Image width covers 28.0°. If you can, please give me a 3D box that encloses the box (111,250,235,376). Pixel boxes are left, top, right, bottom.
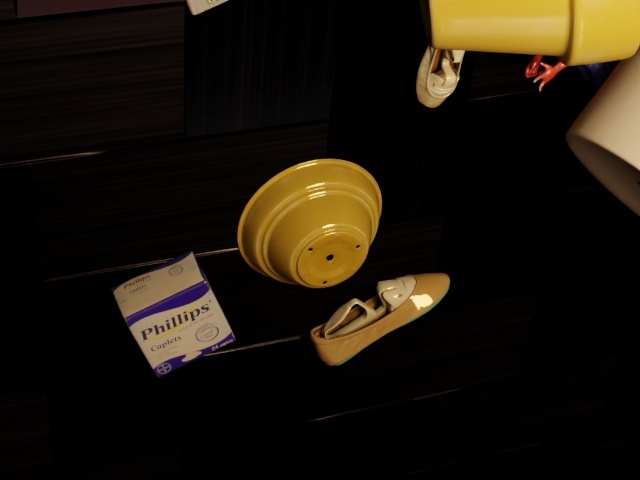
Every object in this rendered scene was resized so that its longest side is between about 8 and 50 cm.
[{"bbox_3d":[-0.204,0.104,1.788,0.126,0.072,0.137,-25,134,-4],"label":"box"}]

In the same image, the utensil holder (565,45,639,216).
[{"bbox_3d":[0.551,-0.191,1.644,0.385,0.327,0.327,-50,133,1],"label":"utensil holder"}]

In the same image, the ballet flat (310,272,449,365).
[{"bbox_3d":[0.087,0.106,1.929,0.232,0.080,0.073,-35,120,5],"label":"ballet flat"}]

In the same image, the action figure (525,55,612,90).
[{"bbox_3d":[0.342,-0.220,1.744,0.139,0.091,0.280,-39,135,-4],"label":"action figure"}]

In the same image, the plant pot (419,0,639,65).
[{"bbox_3d":[0.236,-0.325,1.514,0.239,0.254,0.254,-8,134,1],"label":"plant pot"}]

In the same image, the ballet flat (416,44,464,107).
[{"bbox_3d":[0.162,-0.235,1.676,0.057,0.052,0.168,-8,132,-19],"label":"ballet flat"}]

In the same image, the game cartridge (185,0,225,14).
[{"bbox_3d":[-0.124,-0.304,1.506,0.083,0.017,0.056,-26,131,-3],"label":"game cartridge"}]

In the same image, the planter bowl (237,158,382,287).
[{"bbox_3d":[0.000,0.000,1.781,0.217,0.090,0.217,-13,134,-14],"label":"planter bowl"}]
